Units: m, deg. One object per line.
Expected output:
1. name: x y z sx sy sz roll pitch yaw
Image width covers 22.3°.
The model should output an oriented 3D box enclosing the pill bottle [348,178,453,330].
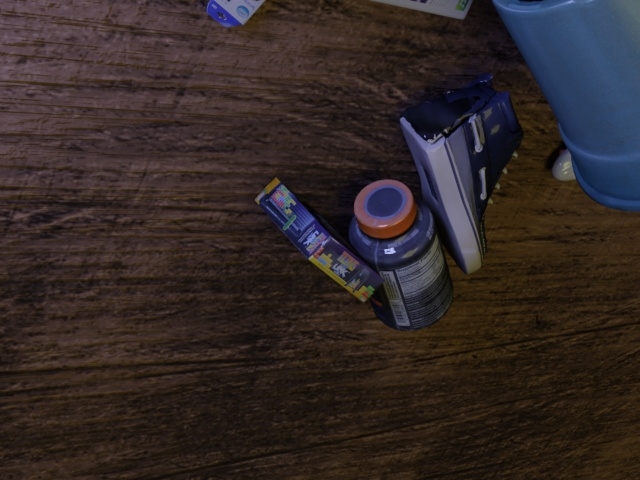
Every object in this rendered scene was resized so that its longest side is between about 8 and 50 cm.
1. pill bottle: 0.115 0.017 2.383 0.130 0.130 0.246 -35 142 -12

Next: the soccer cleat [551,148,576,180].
1. soccer cleat: 0.459 -0.133 2.610 0.196 0.076 0.068 -19 137 -30

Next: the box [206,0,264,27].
1. box: -0.086 -0.321 1.952 0.136 0.028 0.081 -46 145 6

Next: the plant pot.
1. plant pot: 0.408 -0.273 2.119 0.341 0.341 0.334 -42 124 -3

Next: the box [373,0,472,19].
1. box: 0.120 -0.407 2.021 0.322 0.058 0.232 1 121 -50

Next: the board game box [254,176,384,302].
1. board game box: 0.000 0.000 2.248 0.048 0.141 0.170 -47 144 3

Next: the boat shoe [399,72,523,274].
1. boat shoe: 0.234 -0.094 2.387 0.158 0.127 0.340 -30 141 -7
